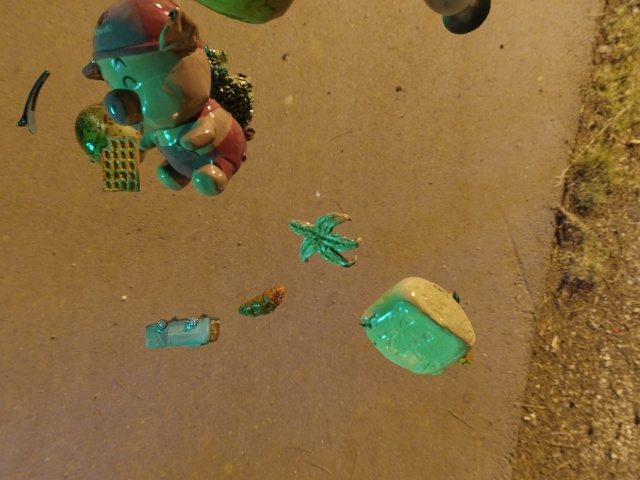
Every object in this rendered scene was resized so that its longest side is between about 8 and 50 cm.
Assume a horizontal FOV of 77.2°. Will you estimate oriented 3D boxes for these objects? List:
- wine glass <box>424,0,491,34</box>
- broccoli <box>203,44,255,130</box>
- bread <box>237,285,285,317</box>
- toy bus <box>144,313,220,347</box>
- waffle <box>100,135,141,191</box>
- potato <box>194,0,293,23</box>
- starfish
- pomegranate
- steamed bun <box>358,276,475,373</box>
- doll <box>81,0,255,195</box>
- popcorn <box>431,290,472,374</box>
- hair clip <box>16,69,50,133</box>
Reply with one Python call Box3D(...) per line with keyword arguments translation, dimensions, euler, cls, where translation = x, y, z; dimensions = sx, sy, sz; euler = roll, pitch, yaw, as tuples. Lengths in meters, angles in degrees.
Box3D(translation=(0.212, -0.415, 0.651), dimensions=(0.092, 0.202, 0.093), euler=(3, 95, 35), cls="wine glass")
Box3D(translation=(-0.375, -0.497, 1.418), dimensions=(0.323, 0.272, 0.335), euler=(-25, 100, 16), cls="broccoli")
Box3D(translation=(-0.234, 0.264, 1.639), dimensions=(0.232, 0.105, 0.076), euler=(-27, 58, 12), cls="bread")
Box3D(translation=(-0.472, 0.311, 1.379), dimensions=(0.261, 0.091, 0.109), euler=(-8, 79, 16), cls="toy bus")
Box3D(translation=(-0.486, -0.185, 0.976), dimensions=(0.092, 0.021, 0.135), euler=(-1, 98, -5), cls="waffle")
Box3D(translation=(-0.183, -0.552, 0.772), dimensions=(0.304, 0.215, 0.216), euler=(24, 84, -30), cls="potato")
Box3D(translation=(-0.002, 0.000, 1.106), dimensions=(0.238, 0.071, 0.216), euler=(34, 124, 27), cls="starfish")
Box3D(translation=(-0.596, -0.332, 1.240), dimensions=(0.276, 0.204, 0.222), euler=(-20, 53, -17), cls="pomegranate")
Box3D(translation=(0.258, 0.223, 1.092), dimensions=(0.272, 0.166, 0.232), euler=(35, 127, -3), cls="steamed bun")
Box3D(translation=(-0.211, -0.188, 0.554), dimensions=(0.196, 0.152, 0.256), euler=(-10, 125, 18), cls="doll")
Box3D(translation=(0.450, 0.381, 1.555), dimensions=(0.236, 0.293, 0.293), euler=(-16, 87, 9), cls="popcorn")
Box3D(translation=(-1.016, -0.501, 1.424), dimensions=(0.070, 0.039, 0.230), euler=(25, 100, 5), cls="hair clip")
